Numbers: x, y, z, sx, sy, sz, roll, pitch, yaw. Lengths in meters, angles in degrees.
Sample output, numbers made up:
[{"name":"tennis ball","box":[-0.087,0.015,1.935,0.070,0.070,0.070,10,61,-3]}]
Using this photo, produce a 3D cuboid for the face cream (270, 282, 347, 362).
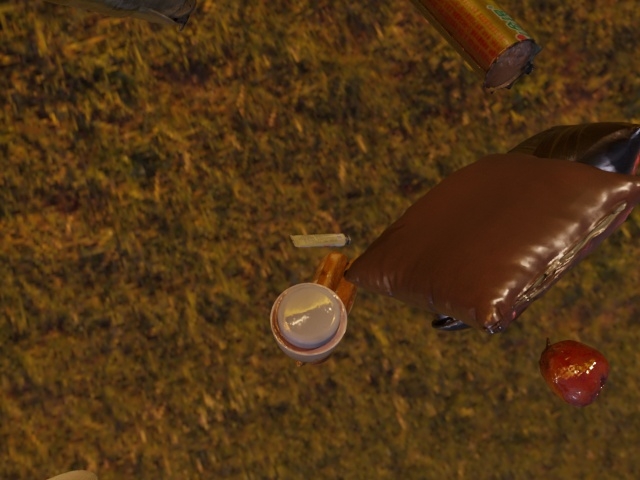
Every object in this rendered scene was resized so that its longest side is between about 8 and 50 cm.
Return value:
[{"name":"face cream","box":[-0.014,0.102,1.353,0.091,0.091,0.095,-18,159,-9]}]

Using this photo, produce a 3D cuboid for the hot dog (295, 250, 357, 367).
[{"name":"hot dog","box":[0.004,0.122,1.939,0.092,0.235,0.062,40,144,-18]}]

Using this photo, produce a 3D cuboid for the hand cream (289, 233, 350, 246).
[{"name":"hand cream","box":[0.000,0.000,1.847,0.102,0.035,0.022,-2,127,-23]}]

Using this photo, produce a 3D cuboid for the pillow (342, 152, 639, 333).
[{"name":"pillow","box":[0.222,-0.014,1.473,0.308,0.305,0.108,-39,120,-22]}]

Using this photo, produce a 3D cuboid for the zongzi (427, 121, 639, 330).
[{"name":"zongzi","box":[0.303,-0.023,1.688,0.403,0.208,0.432,-40,174,1]}]

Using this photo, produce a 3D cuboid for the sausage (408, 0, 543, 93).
[{"name":"sausage","box":[0.119,-0.314,1.320,0.082,0.371,0.082,-25,147,-18]}]

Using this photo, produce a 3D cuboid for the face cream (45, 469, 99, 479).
[{"name":"face cream","box":[-0.123,0.254,0.701,0.070,0.114,0.224,-34,109,-33]}]

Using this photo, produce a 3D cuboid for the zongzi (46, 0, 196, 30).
[{"name":"zongzi","box":[-0.129,-0.230,0.726,0.160,0.078,0.176,-3,128,-49]}]

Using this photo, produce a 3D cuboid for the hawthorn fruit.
[{"name":"hawthorn fruit","box":[0.327,0.168,1.471,0.081,0.093,0.081,-48,157,-29]}]
